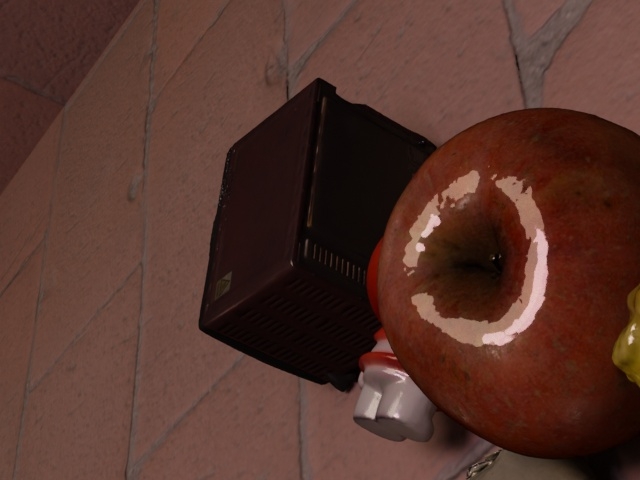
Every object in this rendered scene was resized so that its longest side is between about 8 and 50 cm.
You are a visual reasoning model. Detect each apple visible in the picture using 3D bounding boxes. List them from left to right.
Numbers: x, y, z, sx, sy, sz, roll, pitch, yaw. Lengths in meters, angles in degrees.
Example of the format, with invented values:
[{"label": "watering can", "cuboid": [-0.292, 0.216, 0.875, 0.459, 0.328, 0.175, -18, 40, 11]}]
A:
[{"label": "apple", "cuboid": [0.170, 0.033, 1.036, 0.253, 0.253, 0.254, -44, 32, 37]}]

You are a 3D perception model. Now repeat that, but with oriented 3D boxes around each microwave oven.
[{"label": "microwave oven", "cuboid": [-0.001, -0.001, 1.444, 0.188, 0.178, 0.247, -37, 36, 45]}]

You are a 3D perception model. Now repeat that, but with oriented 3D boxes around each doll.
[{"label": "doll", "cuboid": [0.111, 0.035, 1.257, 0.161, 0.129, 0.290, -15, 49, 62]}]

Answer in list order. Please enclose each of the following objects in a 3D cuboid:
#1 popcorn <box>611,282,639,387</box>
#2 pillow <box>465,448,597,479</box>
[{"label": "popcorn", "cuboid": [0.276, 0.073, 0.846, 0.197, 0.197, 0.156, -43, 35, 38]}, {"label": "pillow", "cuboid": [0.160, 0.225, 1.044, 0.134, 0.077, 0.181, -56, 27, 16]}]
